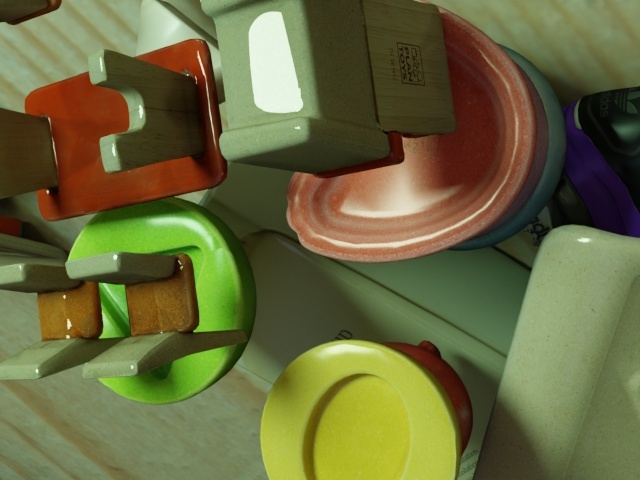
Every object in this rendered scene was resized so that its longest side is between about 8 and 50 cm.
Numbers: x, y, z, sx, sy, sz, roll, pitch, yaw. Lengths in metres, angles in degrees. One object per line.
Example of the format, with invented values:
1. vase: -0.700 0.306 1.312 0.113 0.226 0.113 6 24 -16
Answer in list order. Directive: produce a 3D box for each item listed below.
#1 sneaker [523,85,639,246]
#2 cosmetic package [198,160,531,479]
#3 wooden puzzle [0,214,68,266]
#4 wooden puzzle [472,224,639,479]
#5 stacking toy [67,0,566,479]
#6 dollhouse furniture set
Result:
1. sneaker: 0.253 0.015 0.661 0.146 0.102 0.293 -26 119 38
2. cosmetic package: 0.038 0.053 0.781 0.309 0.113 0.160 29 137 -8
3. wooden puzzle: -0.365 -0.017 0.867 0.221 0.044 0.239 4 169 19
4. wooden puzzle: 0.277 0.143 0.644 0.348 0.080 0.322 10 120 1
5. stacking toy: 0.000 0.000 0.648 0.280 0.130 0.309 20 100 22
6. dollhouse furniture set: -0.074 -0.067 0.557 0.259 0.135 0.262 -8 90 35
